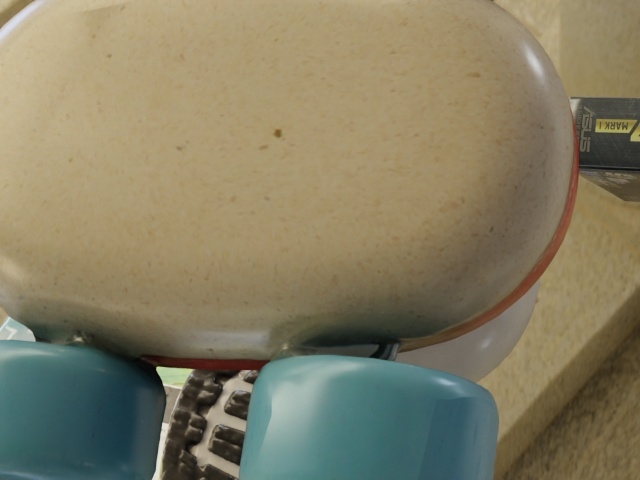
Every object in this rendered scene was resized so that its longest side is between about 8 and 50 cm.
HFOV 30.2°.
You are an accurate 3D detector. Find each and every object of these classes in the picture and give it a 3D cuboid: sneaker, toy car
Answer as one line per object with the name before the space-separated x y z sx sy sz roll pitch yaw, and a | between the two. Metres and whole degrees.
sneaker | -0.002 0.091 0.667 0.111 0.121 0.300 20 -143 12
toy car | 0.000 0.000 0.456 0.210 0.238 0.219 1 -108 19

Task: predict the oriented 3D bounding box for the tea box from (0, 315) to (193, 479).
tea box | -0.103 0.163 1.022 0.329 0.220 0.323 9 -137 13

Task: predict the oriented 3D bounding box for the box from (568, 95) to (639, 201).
box | 0.308 -0.064 0.927 0.183 0.233 0.059 4 -92 25
